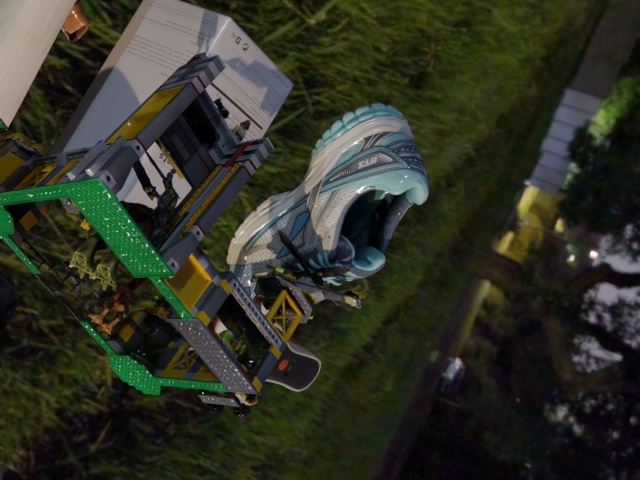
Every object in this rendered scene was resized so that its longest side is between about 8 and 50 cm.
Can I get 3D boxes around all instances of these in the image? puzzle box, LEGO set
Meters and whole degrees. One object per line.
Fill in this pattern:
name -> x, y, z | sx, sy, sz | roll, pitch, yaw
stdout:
puzzle box -> -0.359, -0.351, 0.939 | 0.052, 0.272, 0.409 | 28, 93, -40
LEGO set -> -0.133, -0.015, 0.678 | 0.331, 0.254, 0.192 | 53, 49, -24

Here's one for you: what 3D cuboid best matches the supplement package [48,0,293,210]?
supplement package -> -0.210, -0.161, 1.034 | 0.293, 0.177, 0.175 | -59, 146, -4

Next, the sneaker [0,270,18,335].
sneaker -> -0.379, 0.081, 0.773 | 0.124, 0.283, 0.107 | -32, 128, -16

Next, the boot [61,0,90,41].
boot -> -0.461, -0.453, 1.318 | 0.073, 0.152, 0.197 | -30, -175, -20

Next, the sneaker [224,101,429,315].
sneaker -> 0.000, 0.000, 0.743 | 0.110, 0.122, 0.283 | 12, 128, -38

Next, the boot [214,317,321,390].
boot -> -0.120, 0.136, 1.135 | 0.088, 0.176, 0.244 | -52, 144, -5
